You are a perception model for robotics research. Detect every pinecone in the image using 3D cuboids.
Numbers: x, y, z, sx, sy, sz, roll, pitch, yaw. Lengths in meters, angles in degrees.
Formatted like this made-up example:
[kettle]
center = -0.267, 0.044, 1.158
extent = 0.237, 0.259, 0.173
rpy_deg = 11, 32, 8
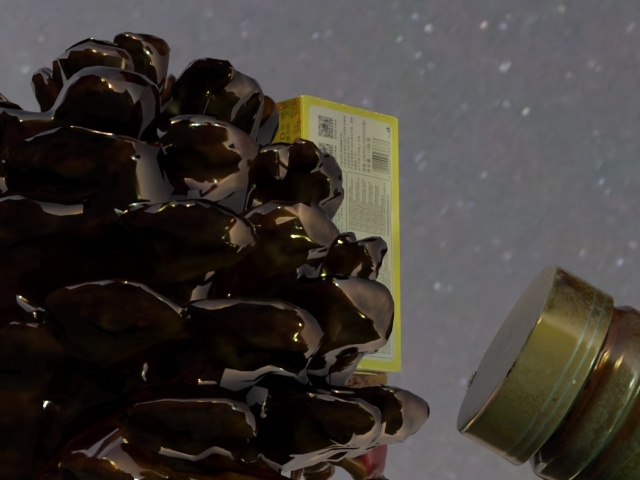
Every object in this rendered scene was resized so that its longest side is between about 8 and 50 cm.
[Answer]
[pinecone]
center = -0.089, 0.045, 0.817
extent = 0.298, 0.242, 0.296
rpy_deg = -33, -108, 54

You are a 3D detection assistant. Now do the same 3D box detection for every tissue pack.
[tissue pack]
center = 0.000, 0.000, 1.154
extent = 0.062, 0.095, 0.176
rpy_deg = -9, -102, 44

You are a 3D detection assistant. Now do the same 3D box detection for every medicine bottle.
[medicine bottle]
center = 0.281, 0.159, 1.342
extent = 0.322, 0.151, 0.151
rpy_deg = 29, -42, -2

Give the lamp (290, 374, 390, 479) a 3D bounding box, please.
[lamp]
center = 0.006, 0.153, 1.565
extent = 0.118, 0.118, 0.253
rpy_deg = 11, -51, 27
